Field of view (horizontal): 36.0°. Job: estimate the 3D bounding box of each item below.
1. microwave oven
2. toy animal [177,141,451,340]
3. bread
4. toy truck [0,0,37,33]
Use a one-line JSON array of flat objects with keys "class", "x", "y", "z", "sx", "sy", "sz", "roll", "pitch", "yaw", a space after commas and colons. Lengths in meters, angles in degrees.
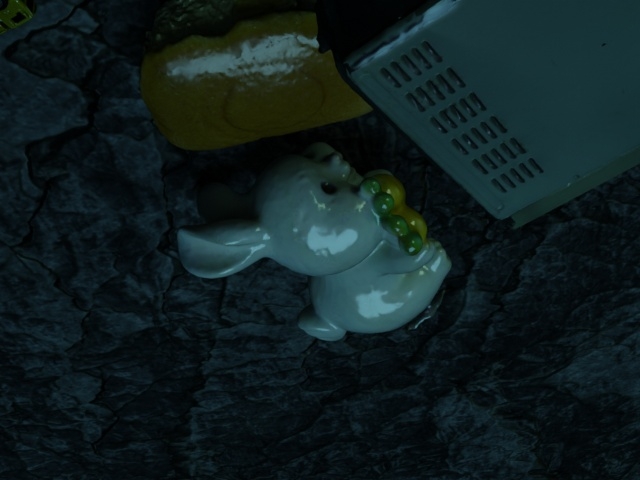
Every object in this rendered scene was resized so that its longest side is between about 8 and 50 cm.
[{"class": "microwave oven", "x": 0.115, "y": -0.231, "z": 0.758, "sx": 0.218, "sy": 0.355, "sz": 0.286, "roll": -30, "pitch": 142, "yaw": 24}, {"class": "toy animal", "x": 0.004, "y": -0.006, "z": 1.182, "sx": 0.247, "sy": 0.183, "sz": 0.310, "roll": -31, "pitch": 140, "yaw": 24}, {"class": "bread", "x": -0.058, "y": -0.177, "z": 0.984, "sx": 0.245, "sy": 0.121, "sz": 0.174, "roll": -13, "pitch": 143, "yaw": -2}, {"class": "toy truck", "x": -0.306, "y": -0.218, "z": 0.913, "sx": 0.083, "sy": 0.049, "sz": 0.054, "roll": -23, "pitch": 144, "yaw": 16}]
